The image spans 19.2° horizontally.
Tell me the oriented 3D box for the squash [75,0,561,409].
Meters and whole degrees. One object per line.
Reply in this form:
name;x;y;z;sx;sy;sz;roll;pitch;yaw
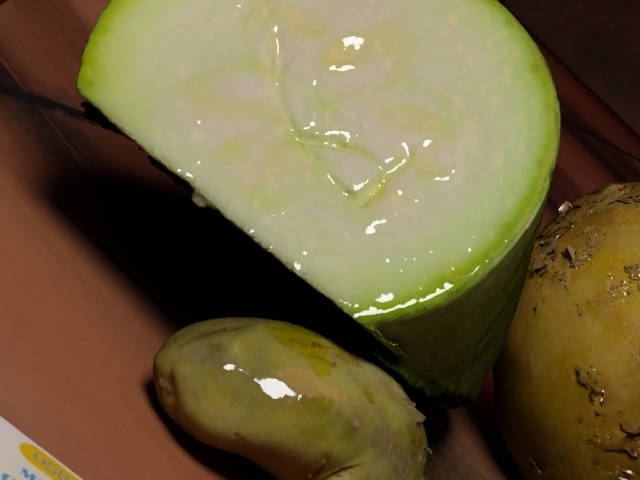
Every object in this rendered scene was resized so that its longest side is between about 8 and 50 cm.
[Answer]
squash;0.000;0.000;1.031;0.233;0.210;0.309;38;-29;15

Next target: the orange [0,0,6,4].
orange;-0.211;-0.221;0.838;0.274;0.274;0.274;38;15;-12

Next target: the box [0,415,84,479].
box;-0.087;0.128;0.578;0.129;0.033;0.247;38;15;-8

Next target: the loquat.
loquat;0.210;0.071;1.116;0.235;0.235;0.235;38;15;-12

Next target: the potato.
potato;-0.009;0.077;0.854;0.138;0.070;0.091;34;12;-26
